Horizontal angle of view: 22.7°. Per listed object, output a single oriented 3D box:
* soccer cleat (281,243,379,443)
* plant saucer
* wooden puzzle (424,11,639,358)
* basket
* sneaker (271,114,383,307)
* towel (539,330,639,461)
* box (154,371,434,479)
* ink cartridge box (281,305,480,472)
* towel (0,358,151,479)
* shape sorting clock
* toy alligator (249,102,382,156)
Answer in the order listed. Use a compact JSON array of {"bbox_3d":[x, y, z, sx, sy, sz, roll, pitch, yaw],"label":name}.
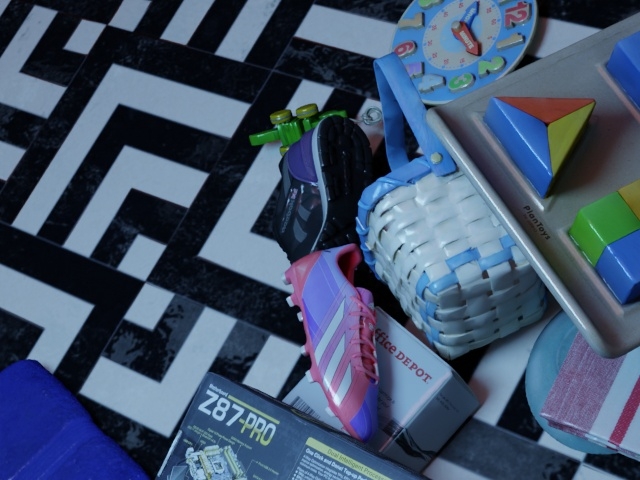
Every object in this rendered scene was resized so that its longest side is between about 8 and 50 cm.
[{"bbox_3d":[0.028,0.105,1.714,0.095,0.083,0.248,-27,48,8],"label":"soccer cleat"},{"bbox_3d":[0.301,0.128,1.678,0.195,0.037,0.195,-15,56,23],"label":"plant saucer"},{"bbox_3d":[0.328,-0.083,1.610,0.347,0.080,0.322,-24,65,-23],"label":"wooden puzzle"},{"bbox_3d":[0.134,-0.036,1.750,0.201,0.255,0.289,-27,64,-5],"label":"basket"},{"bbox_3d":[0.000,0.000,1.916,0.124,0.107,0.283,-28,51,46],"label":"sneaker"},{"bbox_3d":[0.411,0.135,1.582,0.329,0.037,0.237,21,72,27],"label":"towel"},{"bbox_3d":[-0.023,0.345,1.565,0.395,0.097,0.318,22,87,38],"label":"box"},{"bbox_3d":[0.049,0.197,1.750,0.208,0.087,0.153,-47,49,-3],"label":"ink cartridge box"},{"bbox_3d":[-0.352,0.301,1.941,0.227,0.076,0.308,-44,49,-9],"label":"towel"},{"bbox_3d":[0.176,-0.259,1.988,0.206,0.040,0.206,-15,55,22],"label":"shape sorting clock"},{"bbox_3d":[0.000,-0.148,2.020,0.189,0.056,0.051,-10,17,25],"label":"toy alligator"}]
